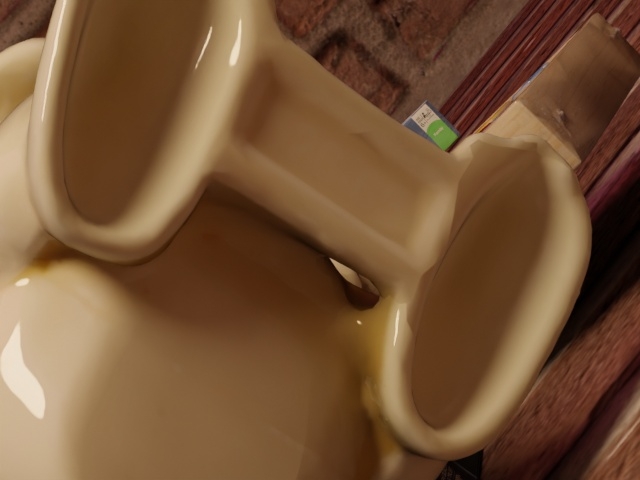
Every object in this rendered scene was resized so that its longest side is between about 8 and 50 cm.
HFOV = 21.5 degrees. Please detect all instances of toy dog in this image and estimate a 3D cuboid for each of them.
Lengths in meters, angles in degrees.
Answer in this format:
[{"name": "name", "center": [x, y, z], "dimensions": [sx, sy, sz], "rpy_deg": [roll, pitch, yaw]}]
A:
[{"name": "toy dog", "center": [-0.114, 0.074, 0.862], "dimensions": [0.408, 0.285, 0.395], "rpy_deg": [-14, 57, 57]}]

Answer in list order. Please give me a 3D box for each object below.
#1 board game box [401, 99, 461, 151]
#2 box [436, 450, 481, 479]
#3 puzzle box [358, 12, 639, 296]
[{"name": "board game box", "center": [0.000, 0.000, 1.138], "dimensions": [0.201, 0.035, 0.136], "rpy_deg": [-44, 0, -17]}, {"name": "box", "center": [0.017, 0.152, 0.972], "dimensions": [0.147, 0.077, 0.180], "rpy_deg": [-48, 5, 17]}, {"name": "puzzle box", "center": [0.032, 0.030, 1.085], "dimensions": [0.409, 0.052, 0.272], "rpy_deg": [-45, -1, 25]}]
